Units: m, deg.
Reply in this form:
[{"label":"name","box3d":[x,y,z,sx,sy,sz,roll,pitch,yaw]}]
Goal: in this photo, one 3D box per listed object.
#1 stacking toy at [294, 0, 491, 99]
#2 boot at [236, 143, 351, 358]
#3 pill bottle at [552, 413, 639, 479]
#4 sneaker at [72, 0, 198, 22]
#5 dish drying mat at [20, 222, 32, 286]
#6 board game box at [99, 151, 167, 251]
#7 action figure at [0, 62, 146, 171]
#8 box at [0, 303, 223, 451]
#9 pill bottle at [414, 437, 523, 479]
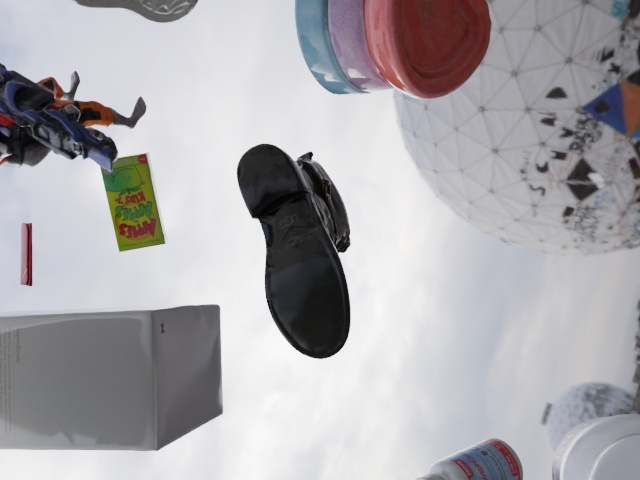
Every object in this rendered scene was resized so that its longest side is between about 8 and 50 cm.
[{"label":"stacking toy","box3d":[0.051,-0.284,0.486,0.279,0.130,0.309,-48,-47,-32]},{"label":"boot","box3d":[0.000,0.000,0.759,0.229,0.091,0.263,4,-111,-73]},{"label":"pill bottle","box3d":[0.205,0.163,0.409,0.094,0.094,0.169,-68,-22,-10]},{"label":"sneaker","box3d":[-0.382,-0.503,1.084,0.130,0.236,0.322,-55,-16,30]},{"label":"dish drying mat","box3d":[-0.391,0.018,0.825,0.008,0.032,0.083,-1,-88,-44]},{"label":"board game box","box3d":[-0.367,-0.076,1.225,0.043,0.092,0.182,-128,29,-77]},{"label":"action figure","box3d":[-0.466,-0.187,1.097,0.330,0.341,0.179,-38,-21,-50]},{"label":"box","box3d":[-0.335,0.179,0.859,0.215,0.345,0.169,16,-109,-77]},{"label":"pill bottle","box3d":[0.215,0.356,0.917,0.160,0.087,0.087,-9,-64,-32]}]
